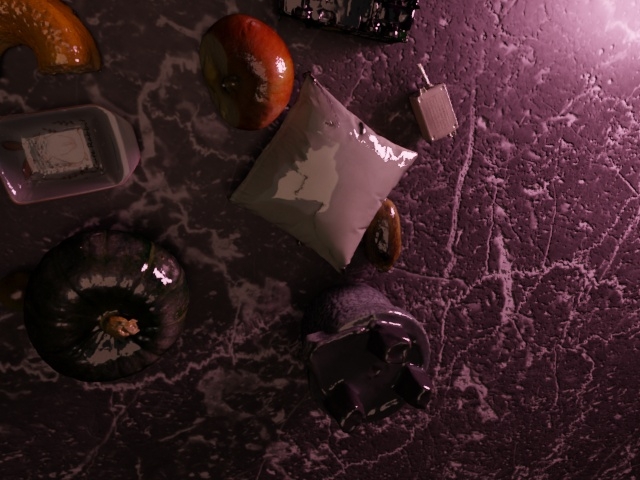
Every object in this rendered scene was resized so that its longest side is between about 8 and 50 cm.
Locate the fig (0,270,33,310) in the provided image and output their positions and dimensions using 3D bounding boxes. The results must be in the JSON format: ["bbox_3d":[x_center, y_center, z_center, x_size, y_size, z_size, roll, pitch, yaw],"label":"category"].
[{"bbox_3d":[-0.577,0.104,0.918,0.074,0.074,0.088,-19,135,-10],"label":"fig"}]

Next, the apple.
[{"bbox_3d":[-0.128,-0.301,0.851,0.160,0.173,0.195,-18,117,-7],"label":"apple"}]

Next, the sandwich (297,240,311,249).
[{"bbox_3d":[0.004,-0.003,1.078,0.101,0.026,0.069,20,100,-23],"label":"sandwich"}]

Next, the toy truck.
[{"bbox_3d":[0.048,-0.433,0.885,0.259,0.121,0.088,4,109,-18],"label":"toy truck"}]

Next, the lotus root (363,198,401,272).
[{"bbox_3d":[0.142,-0.010,1.087,0.089,0.080,0.179,-9,110,-14],"label":"lotus root"}]

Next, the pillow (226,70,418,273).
[{"bbox_3d":[0.012,-0.128,0.982,0.312,0.119,0.310,32,92,-21],"label":"pillow"}]

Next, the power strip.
[{"bbox_3d":[0.240,-0.300,1.034,0.075,0.042,0.175,-28,113,-6],"label":"power strip"}]

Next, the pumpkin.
[{"bbox_3d":[-0.400,0.130,0.903,0.300,0.207,0.300,-10,117,-20],"label":"pumpkin"}]

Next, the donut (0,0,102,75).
[{"bbox_3d":[-0.512,-0.345,0.768,0.259,0.101,0.152,-8,106,-10],"label":"donut"}]

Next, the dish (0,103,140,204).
[{"bbox_3d":[-0.453,-0.163,0.861,0.234,0.064,0.154,-12,112,-11],"label":"dish"}]

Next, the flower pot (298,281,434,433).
[{"bbox_3d":[0.080,0.254,1.053,0.299,0.283,0.299,-6,112,-15],"label":"flower pot"}]
